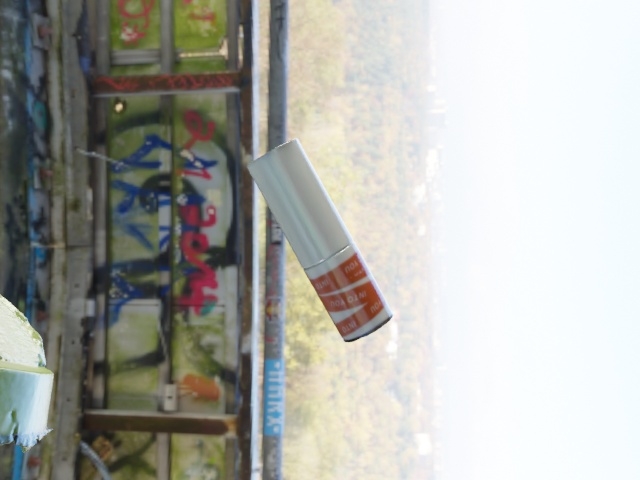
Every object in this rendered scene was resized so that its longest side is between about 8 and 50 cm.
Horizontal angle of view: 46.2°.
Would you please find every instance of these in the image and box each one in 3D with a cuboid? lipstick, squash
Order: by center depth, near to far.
[{"bbox_3d":[0.000,0.000,0.484,0.131,0.038,0.038,61,14,-5],"label":"lipstick"},{"bbox_3d":[-0.290,0.077,0.550,0.220,0.220,0.133,50,57,-74],"label":"squash"}]
